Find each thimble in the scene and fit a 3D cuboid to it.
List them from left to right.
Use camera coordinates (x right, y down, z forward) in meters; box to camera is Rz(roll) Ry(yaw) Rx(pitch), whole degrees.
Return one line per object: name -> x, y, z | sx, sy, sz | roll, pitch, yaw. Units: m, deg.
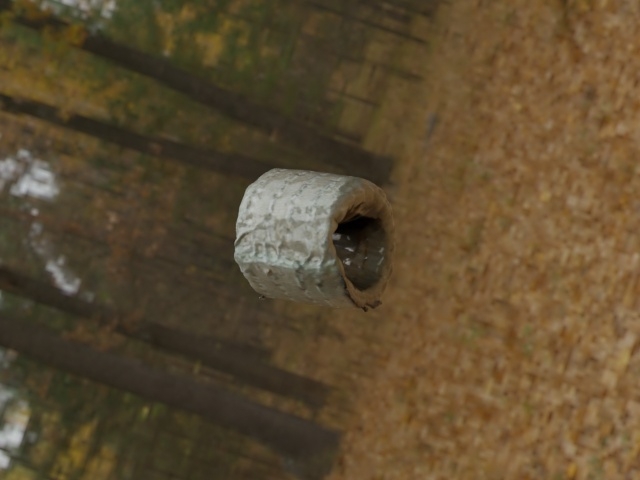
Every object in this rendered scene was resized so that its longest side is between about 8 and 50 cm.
thimble -> 0.000, 0.000, 1.057 | 0.115, 0.090, 0.102 | -7, -77, -62
